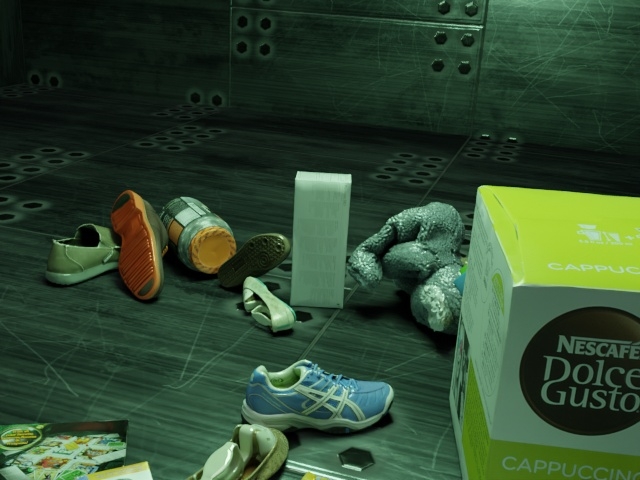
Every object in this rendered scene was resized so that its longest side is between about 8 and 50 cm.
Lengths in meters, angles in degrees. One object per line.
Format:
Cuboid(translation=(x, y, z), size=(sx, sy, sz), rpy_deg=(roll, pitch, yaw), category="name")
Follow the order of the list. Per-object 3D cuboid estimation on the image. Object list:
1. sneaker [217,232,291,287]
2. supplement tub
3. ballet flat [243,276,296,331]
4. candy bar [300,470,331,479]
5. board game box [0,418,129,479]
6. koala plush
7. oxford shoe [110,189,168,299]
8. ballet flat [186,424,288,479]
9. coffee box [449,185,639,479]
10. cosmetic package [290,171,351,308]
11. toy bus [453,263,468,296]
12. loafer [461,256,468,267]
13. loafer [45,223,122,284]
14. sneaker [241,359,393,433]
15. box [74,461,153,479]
Cuboid(translation=(-0.111, 0.031, 1.423), size=(0.188, 0.066, 0.071), rpy_deg=(-26, -8, 39), category="sneaker")
Cuboid(translation=(-0.247, -0.009, 1.544), size=(0.117, 0.116, 0.190), rpy_deg=(-8, 23, -28), category="supplement tub")
Cuboid(translation=(-0.104, 0.109, 1.336), size=(0.052, 0.057, 0.168), rpy_deg=(-22, 29, -26), category="ballet flat")
Cuboid(translation=(0.051, 0.300, 0.884), size=(0.162, 0.018, 0.040), rpy_deg=(10, 21, 20), category="candy bar")
Cuboid(translation=(-0.361, 0.263, 0.905), size=(0.260, 0.030, 0.136), rpy_deg=(0, 23, -10), category="board game box")
Cuboid(translation=(0.198, 0.069, 1.332), size=(0.196, 0.203, 0.221), rpy_deg=(15, 37, -44), category="koala plush")
Cuboid(translation=(-0.323, 0.013, 1.468), size=(0.098, 0.097, 0.271), rpy_deg=(31, 26, -42), category="oxford shoe")
Cuboid(translation=(-0.092, 0.258, 0.903), size=(0.073, 0.067, 0.206), rpy_deg=(9, 20, 18), category="ballet flat")
Cuboid(translation=(0.345, 0.146, 0.891), size=(0.338, 0.334, 0.338), rpy_deg=(5, 20, 4), category="coffee box")
Cuboid(translation=(0.000, 0.000, 1.379), size=(0.099, 0.238, 0.060), rpy_deg=(5, 20, 2), category="cosmetic package")
Cuboid(translation=(0.267, 0.149, 1.212), size=(0.202, 0.104, 0.191), rpy_deg=(26, 32, -45), category="toy bus")
Cuboid(translation=(0.275, 0.059, 1.539), size=(0.148, 0.056, 0.050), rpy_deg=(15, 20, 4), category="loafer")
Cuboid(translation=(-0.425, 0.010, 1.503), size=(0.094, 0.087, 0.251), rpy_deg=(13, 22, 25), category="loafer")
Cuboid(translation=(0.001, 0.208, 1.037), size=(0.211, 0.081, 0.080), rpy_deg=(-1, 19, -17), category="sneaker")
Cuboid(translation=(-0.206, 0.297, 0.804), size=(0.081, 0.028, 0.136), rpy_deg=(-7, 33, -24), category="box")
